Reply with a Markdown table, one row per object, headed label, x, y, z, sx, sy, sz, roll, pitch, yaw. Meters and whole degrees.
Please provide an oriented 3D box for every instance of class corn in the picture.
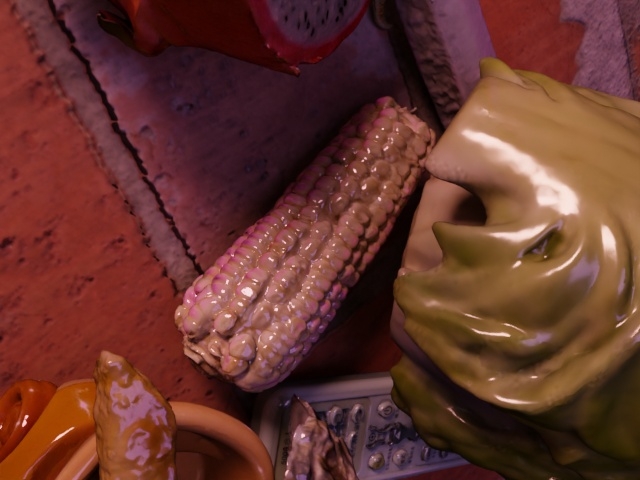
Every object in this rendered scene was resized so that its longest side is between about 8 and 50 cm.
| label | x | y | z | sx | sy | sz | roll | pitch | yaw |
| --- | --- | --- | --- | --- | --- | --- | --- | --- | --- |
| corn | -0.001 | 0.000 | 0.713 | 0.335 | 0.126 | 0.127 | -48 | 124 | -17 |

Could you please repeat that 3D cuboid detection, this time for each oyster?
| label | x | y | z | sx | sy | sz | roll | pitch | yaw |
| --- | --- | --- | --- | --- | --- | --- | --- | --- | --- |
| oyster | 0.015 | 0.280 | 0.627 | 0.100 | 0.275 | 0.271 | -14 | 114 | 9 |

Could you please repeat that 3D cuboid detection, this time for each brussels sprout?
| label | x | y | z | sx | sy | sz | roll | pitch | yaw |
| --- | --- | --- | --- | --- | --- | --- | --- | --- | --- |
| brussels sprout | 0.252 | 0.060 | 0.671 | 0.425 | 0.360 | 0.343 | 74 | 31 | -69 |

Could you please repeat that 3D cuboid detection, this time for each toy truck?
| label | x | y | z | sx | sy | sz | roll | pitch | yaw |
| --- | --- | --- | --- | --- | --- | --- | --- | --- | --- |
| toy truck | -0.186 | 0.241 | 0.595 | 0.204 | 0.211 | 0.288 | 33 | 80 | -35 |

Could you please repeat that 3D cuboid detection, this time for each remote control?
| label | x | y | z | sx | sy | sz | roll | pitch | yaw |
| --- | --- | --- | --- | --- | --- | --- | --- | --- | --- |
| remote control | 0.067 | 0.211 | 0.848 | 0.335 | 0.065 | 0.128 | 2 | 104 | -35 |

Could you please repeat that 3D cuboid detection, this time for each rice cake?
| label | x | y | z | sx | sy | sz | roll | pitch | yaw |
| --- | --- | --- | --- | --- | --- | --- | --- | --- | --- |
| rice cake | 0.141 | -0.196 | 0.761 | 0.070 | 0.064 | 0.399 | -50 | 132 | -22 |

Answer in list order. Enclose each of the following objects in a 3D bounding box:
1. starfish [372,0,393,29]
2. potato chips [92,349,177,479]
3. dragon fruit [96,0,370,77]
| label | x | y | z | sx | sy | sz | roll | pitch | yaw |
| --- | --- | --- | --- | --- | --- | --- | --- | --- | --- |
| starfish | 0.043 | -0.312 | 0.708 | 0.217 | 0.050 | 0.224 | -37 | 126 | -29 |
| potato chips | -0.142 | 0.271 | 0.466 | 0.080 | 0.057 | 0.407 | 12 | 88 | -31 |
| dragon fruit | -0.088 | -0.276 | 0.520 | 0.305 | 0.225 | 0.306 | 12 | 90 | -68 |
